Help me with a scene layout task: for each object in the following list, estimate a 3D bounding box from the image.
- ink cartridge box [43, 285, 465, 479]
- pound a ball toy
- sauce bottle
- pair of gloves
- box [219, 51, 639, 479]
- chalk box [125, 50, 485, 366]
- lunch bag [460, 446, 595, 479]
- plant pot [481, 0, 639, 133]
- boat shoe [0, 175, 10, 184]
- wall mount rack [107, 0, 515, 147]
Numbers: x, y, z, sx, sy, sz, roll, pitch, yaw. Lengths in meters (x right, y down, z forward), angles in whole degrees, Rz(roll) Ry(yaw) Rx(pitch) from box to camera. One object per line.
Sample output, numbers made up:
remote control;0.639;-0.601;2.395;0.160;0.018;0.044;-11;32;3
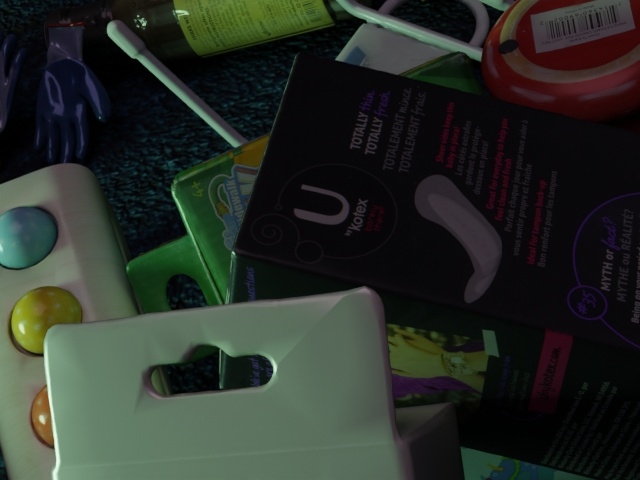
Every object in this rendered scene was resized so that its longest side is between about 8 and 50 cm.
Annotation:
ink cartridge box;-0.020;0.205;0.719;0.207;0.119;0.353;-7;90;19
pound a ball toy;-0.226;0.114;1.005;0.208;0.135;0.319;-21;58;-1
sauce bottle;-0.123;-0.248;1.383;0.345;0.111;0.111;-11;44;14
pair of gloves;-0.305;-0.150;1.385;0.198;0.023;0.159;-2;83;22
box;0.091;0.019;0.782;0.270;0.143;0.165;14;52;2
chalk box;0.000;0.000;0.979;0.289;0.180;0.179;-25;6;1
lunch bag;0.132;0.144;0.881;0.219;0.090;0.176;-7;46;20
plant pot;0.222;-0.101;1.025;0.191;0.174;0.191;-13;46;14
boat shoe;-0.369;-0.024;1.333;0.133;0.049;0.042;-27;14;9
wall mount rack;-0.001;-0.172;1.197;0.304;0.130;0.350;24;60;21
